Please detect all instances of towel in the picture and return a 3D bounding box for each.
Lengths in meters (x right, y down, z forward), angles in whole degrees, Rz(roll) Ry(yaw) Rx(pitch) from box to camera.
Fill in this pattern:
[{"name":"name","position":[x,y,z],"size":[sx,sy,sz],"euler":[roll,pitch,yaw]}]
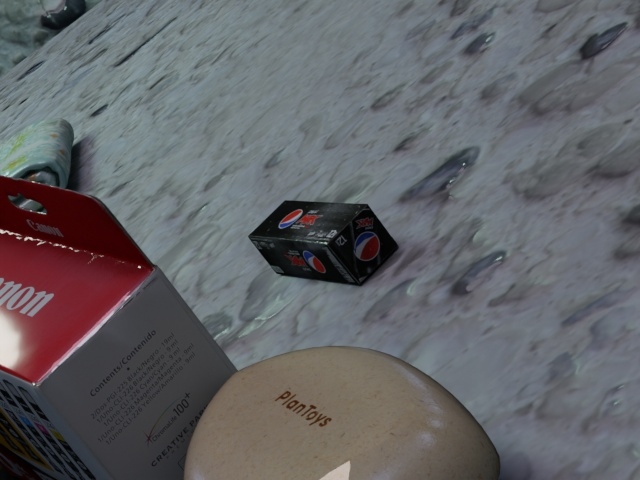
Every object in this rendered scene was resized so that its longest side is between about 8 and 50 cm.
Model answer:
[{"name":"towel","position":[-0.549,-0.044,2.422],"size":[0.374,0.090,0.320],"euler":[-35,21,5]}]

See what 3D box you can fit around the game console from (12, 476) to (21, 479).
[{"name":"game console","position":[-0.222,0.197,1.431],"size":[0.213,0.044,0.361],"euler":[-40,21,-11]}]

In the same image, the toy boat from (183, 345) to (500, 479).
[{"name":"toy boat","position":[-0.040,0.201,1.013],"size":[0.318,0.148,0.267],"euler":[-34,24,-12]}]

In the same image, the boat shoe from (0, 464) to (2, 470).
[{"name":"boat shoe","position":[-0.398,0.195,1.553],"size":[0.341,0.110,0.121],"euler":[-30,30,53]}]

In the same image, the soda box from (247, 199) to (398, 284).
[{"name":"soda box","position":[0.000,0.000,1.471],"size":[0.060,0.053,0.169],"euler":[-44,22,-19]}]

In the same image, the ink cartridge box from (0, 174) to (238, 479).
[{"name":"ink cartridge box","position":[-0.211,0.088,1.211],"size":[0.130,0.272,0.309],"euler":[-46,30,-23]}]
